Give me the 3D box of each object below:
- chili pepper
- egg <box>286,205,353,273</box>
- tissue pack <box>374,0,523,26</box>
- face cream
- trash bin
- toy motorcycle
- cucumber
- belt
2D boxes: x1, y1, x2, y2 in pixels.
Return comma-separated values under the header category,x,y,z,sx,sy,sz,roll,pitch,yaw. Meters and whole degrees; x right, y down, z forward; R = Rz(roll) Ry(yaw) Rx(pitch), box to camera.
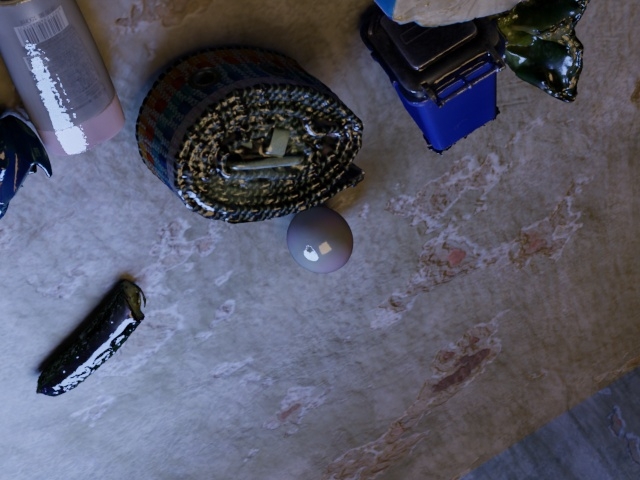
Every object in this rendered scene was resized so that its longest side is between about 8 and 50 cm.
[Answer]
category,x,y,z,sx,sy,sz,roll,pitch,yaw
chili pepper,0.305,-0.325,1.640,0.116,0.148,0.264,-52,145,-6
egg,0.000,0.000,1.830,0.103,0.103,0.135,-35,151,3
tissue pack,0.106,-0.366,1.261,0.209,0.269,0.137,-17,144,-26
face cream,-0.304,-0.202,1.305,0.107,0.073,0.269,-24,148,-8
trash bin,0.173,-0.232,1.606,0.163,0.184,0.234,-31,154,-1
toy motorcycle,-0.437,-0.043,1.369,0.196,0.125,0.331,-3,133,-39
cucumber,-0.354,0.166,1.776,0.245,0.067,0.067,-46,146,21
belt,-0.092,-0.145,1.503,0.295,0.160,0.206,-12,125,-34
